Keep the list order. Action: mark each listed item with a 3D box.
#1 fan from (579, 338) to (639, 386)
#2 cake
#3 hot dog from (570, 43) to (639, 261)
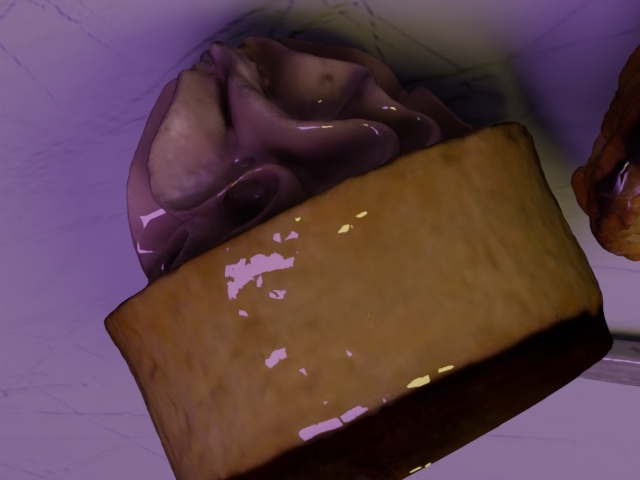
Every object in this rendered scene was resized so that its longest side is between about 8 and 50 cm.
[{"bbox_3d":[0.222,0.062,0.828,0.282,0.057,0.023,8,144,18],"label":"fan"},{"bbox_3d":[0.000,0.000,0.741,0.185,0.208,0.178,-26,94,2],"label":"cake"},{"bbox_3d":[0.229,-0.019,0.694,0.259,0.114,0.175,24,131,-9],"label":"hot dog"}]
